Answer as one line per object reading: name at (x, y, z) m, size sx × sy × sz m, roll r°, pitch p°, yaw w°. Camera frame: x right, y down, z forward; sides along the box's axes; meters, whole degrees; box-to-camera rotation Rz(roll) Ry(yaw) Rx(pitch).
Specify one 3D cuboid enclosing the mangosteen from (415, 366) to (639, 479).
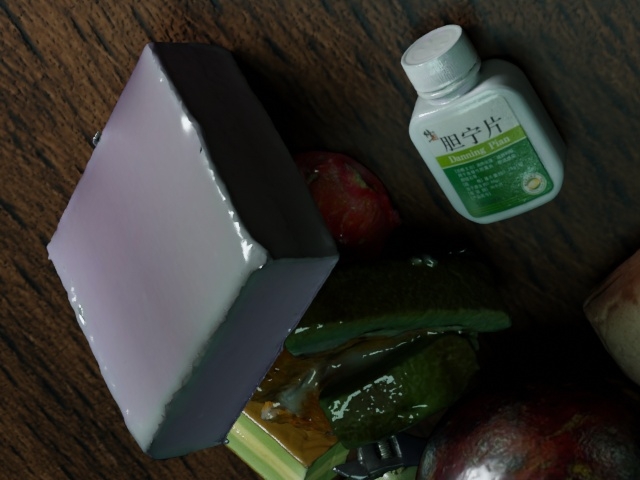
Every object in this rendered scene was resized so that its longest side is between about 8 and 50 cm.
mangosteen at (0.219, 0.299, 1.572) m, size 0.306 × 0.306 × 0.359 m, roll 32°, pitch 96°, yaw -11°

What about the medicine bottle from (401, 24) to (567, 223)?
medicine bottle at (0.147, -0.109, 1.487) m, size 0.119 × 0.069 × 0.183 m, roll -20°, pitch 118°, yaw 28°

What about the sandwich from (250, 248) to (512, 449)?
sandwich at (0.025, 0.132, 1.609) m, size 0.250 × 0.162 × 0.301 m, roll 1°, pitch 157°, yaw -29°

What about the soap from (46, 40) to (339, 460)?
soap at (-0.132, 0.010, 1.508) m, size 0.107 × 0.285 × 0.296 m, roll -1°, pitch 140°, yaw -35°

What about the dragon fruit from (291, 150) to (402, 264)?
dragon fruit at (0.000, 0.000, 1.577) m, size 0.153 × 0.111 × 0.153 m, roll 6°, pitch 130°, yaw 7°

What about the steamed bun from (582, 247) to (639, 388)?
steamed bun at (0.355, 0.083, 1.561) m, size 0.175 × 0.106 × 0.145 m, roll 42°, pitch 130°, yaw -1°

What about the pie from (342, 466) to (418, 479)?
pie at (0.139, 0.360, 1.829) m, size 0.306 × 0.071 × 0.306 m, roll 4°, pitch 124°, yaw 7°

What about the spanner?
spanner at (0.161, 0.244, 1.737) m, size 0.315 × 0.087 × 0.024 m, roll 10°, pitch 142°, yaw 1°

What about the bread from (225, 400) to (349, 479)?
bread at (-0.044, 0.219, 1.805) m, size 0.139 × 0.084 × 0.074 m, roll 35°, pitch 133°, yaw 26°
